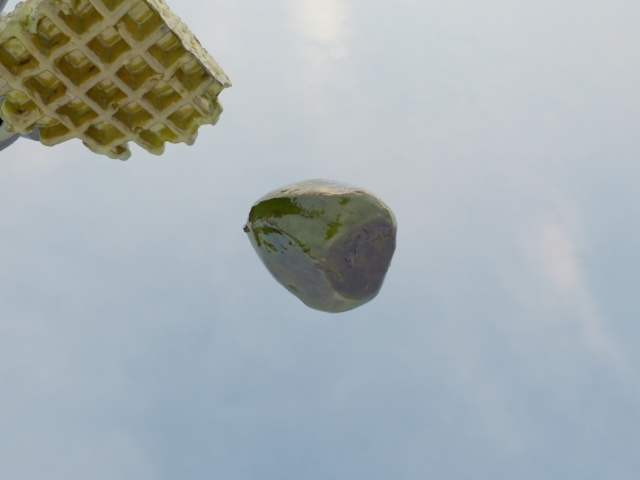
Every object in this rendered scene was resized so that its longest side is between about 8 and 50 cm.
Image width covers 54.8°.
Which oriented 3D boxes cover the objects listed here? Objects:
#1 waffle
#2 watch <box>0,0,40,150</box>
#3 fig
[{"bbox_3d":[-0.230,-0.161,0.649,0.219,0.229,0.057,-27,-130,13],"label":"waffle"},{"bbox_3d":[-0.584,-0.295,0.895,0.327,0.335,0.314,34,-145,32],"label":"watch"},{"bbox_3d":[0.000,0.000,0.680,0.166,0.154,0.144,25,-96,10],"label":"fig"}]
